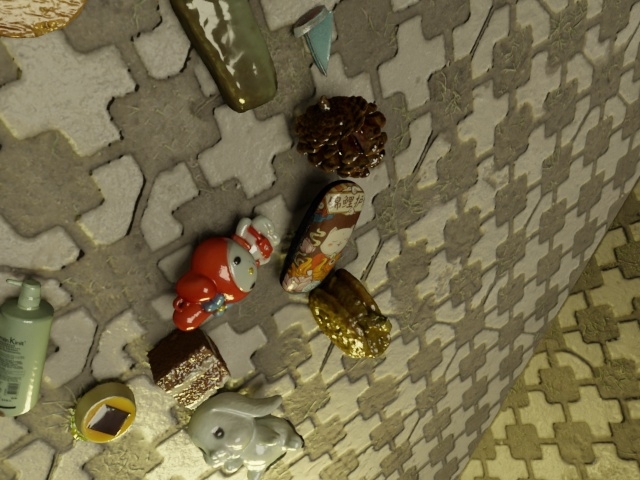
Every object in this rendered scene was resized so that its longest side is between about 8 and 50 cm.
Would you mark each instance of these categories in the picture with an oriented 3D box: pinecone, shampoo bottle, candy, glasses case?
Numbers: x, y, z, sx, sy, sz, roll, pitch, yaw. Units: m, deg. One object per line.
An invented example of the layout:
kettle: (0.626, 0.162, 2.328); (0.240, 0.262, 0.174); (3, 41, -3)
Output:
pinecone: (0.057, -0.219, 0.936); (0.212, 0.185, 0.169); (10, 108, -50)
shampoo bottle: (-0.549, 0.193, 0.808); (0.085, 0.085, 0.263); (8, 109, -37)
candy: (-0.161, -0.342, 0.771); (0.104, 0.102, 0.234); (-39, 129, -11)
glasses case: (0.000, 0.000, 1.029); (0.122, 0.082, 0.321); (-3, 131, -42)

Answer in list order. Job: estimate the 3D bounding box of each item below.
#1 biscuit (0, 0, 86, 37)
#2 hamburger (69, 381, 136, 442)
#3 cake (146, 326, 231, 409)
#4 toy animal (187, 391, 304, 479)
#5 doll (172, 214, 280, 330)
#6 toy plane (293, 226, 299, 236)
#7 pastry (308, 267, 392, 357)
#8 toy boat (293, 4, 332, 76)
biscuit: (-0.440, -0.361, 0.611); (0.224, 0.033, 0.145); (-4, 115, -30)
hamburger: (-0.476, 0.380, 0.966); (0.126, 0.081, 0.141); (23, 89, -43)
cake: (-0.294, 0.287, 1.005); (0.135, 0.134, 0.147); (-35, 123, -11)
toy animal: (-0.199, 0.501, 1.168); (0.248, 0.174, 0.289); (-29, 130, -4)
doll: (-0.207, 0.066, 0.943); (0.290, 0.129, 0.161); (-46, 139, -24)
toy plane: (-0.034, -0.017, 1.084); (0.083, 0.033, 0.080); (-17, 123, -35)
pastry: (0.071, 0.203, 1.145); (0.132, 0.235, 0.240); (-33, 147, -12)
toy boat: (0.000, -0.404, 0.901); (0.096, 0.034, 0.122); (-42, 139, -9)
